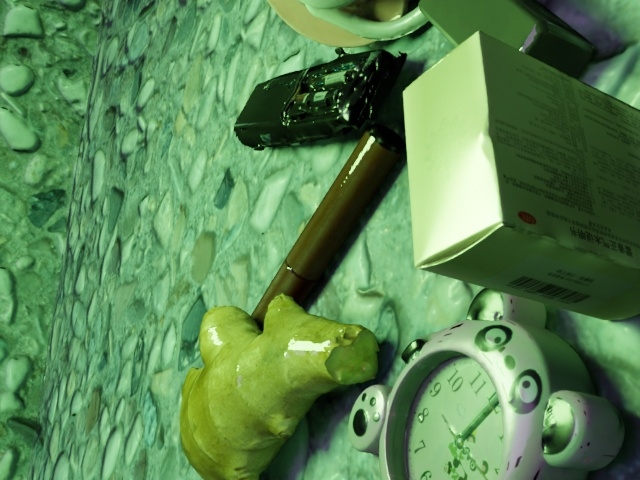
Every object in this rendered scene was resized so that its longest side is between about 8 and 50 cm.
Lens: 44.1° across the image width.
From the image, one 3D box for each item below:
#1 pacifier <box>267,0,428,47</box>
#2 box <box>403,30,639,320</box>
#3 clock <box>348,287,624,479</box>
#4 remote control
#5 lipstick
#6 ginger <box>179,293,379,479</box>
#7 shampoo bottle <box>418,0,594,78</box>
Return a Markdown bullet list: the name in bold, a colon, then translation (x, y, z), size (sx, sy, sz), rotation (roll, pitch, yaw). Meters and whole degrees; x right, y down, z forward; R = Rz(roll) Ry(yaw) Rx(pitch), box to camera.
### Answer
- **pacifier**: translation (0.042, -0.402, 0.994), size (0.332, 0.220, 0.273), rotation (117, 150, -44)
- **box**: translation (0.177, -0.041, 0.623), size (0.095, 0.212, 0.168), rotation (-36, 47, 47)
- **clock**: translation (0.140, 0.178, 0.717), size (0.248, 0.090, 0.227), rotation (-56, 36, 27)
- **remote control**: translation (-0.024, -0.199, 1.137), size (0.399, 0.062, 0.144), rotation (6, 66, 62)
- **lipstick**: translation (0.000, 0.000, 1.058), size (0.356, 0.057, 0.057), rotation (-58, 34, 28)
- **ginger**: translation (-0.069, 0.178, 1.052), size (0.375, 0.166, 0.236), rotation (-41, 35, 23)
- **shampoo bottle**: translation (0.180, -0.232, 0.830), size (0.079, 0.080, 0.246), rotation (-58, 34, 26)
